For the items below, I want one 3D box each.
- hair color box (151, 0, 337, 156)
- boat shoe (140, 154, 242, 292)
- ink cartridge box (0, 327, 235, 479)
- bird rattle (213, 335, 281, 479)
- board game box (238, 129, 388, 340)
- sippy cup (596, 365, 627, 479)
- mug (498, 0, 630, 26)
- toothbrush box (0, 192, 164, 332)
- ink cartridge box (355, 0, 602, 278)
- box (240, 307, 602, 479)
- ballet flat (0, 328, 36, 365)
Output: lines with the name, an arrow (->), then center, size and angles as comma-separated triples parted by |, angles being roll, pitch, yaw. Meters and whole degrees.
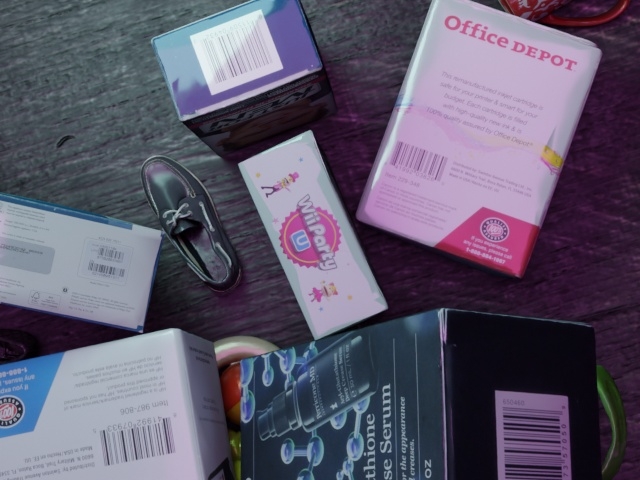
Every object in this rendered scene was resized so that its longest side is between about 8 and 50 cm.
hair color box -> -0.081, -0.194, 1.797 | 0.174, 0.347, 0.105 | -20, 86, 3
boat shoe -> -0.169, -0.025, 1.937 | 0.075, 0.065, 0.206 | -32, 86, 2
ink cartridge box -> -0.247, 0.329, 1.755 | 0.286, 0.166, 0.394 | -12, 78, 10
bird rattle -> -0.123, 0.214, 1.921 | 0.207, 0.143, 0.253 | -39, 73, -10
board game box -> 0.000, 0.000, 1.807 | 0.098, 0.303, 0.224 | -24, 86, 1
sippy cup -> 0.206, 0.237, 1.837 | 0.306, 0.240, 0.224 | -13, 76, -6
mug -> 0.313, -0.337, 1.903 | 0.169, 0.113, 0.150 | -32, 85, 5
toothbrush box -> -0.336, 0.017, 1.803 | 0.216, 0.295, 0.126 | 13, 88, -20
ink cartridge box -> 0.199, -0.128, 1.888 | 0.226, 0.131, 0.306 | 21, 87, 4
box -> 0.097, 0.251, 1.621 | 0.212, 0.395, 0.293 | 7, 74, -32
ballet flat -> -0.458, 0.139, 1.954 | 0.173, 0.049, 0.057 | -3, 87, 3
